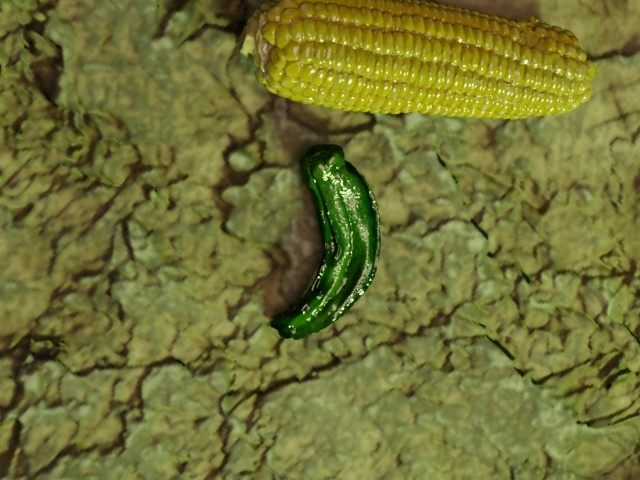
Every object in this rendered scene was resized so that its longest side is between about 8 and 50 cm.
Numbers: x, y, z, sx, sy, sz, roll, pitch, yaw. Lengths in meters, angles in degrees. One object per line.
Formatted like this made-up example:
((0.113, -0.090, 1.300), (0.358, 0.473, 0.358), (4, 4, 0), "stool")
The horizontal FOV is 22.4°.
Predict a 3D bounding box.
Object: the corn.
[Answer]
((0.055, -0.104, 0.917), (0.206, 0.067, 0.067), (3, 97, -15), "corn")

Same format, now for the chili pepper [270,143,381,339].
((0.007, 0.002, 0.940), (0.055, 0.035, 0.118), (9, 105, -4), "chili pepper")
